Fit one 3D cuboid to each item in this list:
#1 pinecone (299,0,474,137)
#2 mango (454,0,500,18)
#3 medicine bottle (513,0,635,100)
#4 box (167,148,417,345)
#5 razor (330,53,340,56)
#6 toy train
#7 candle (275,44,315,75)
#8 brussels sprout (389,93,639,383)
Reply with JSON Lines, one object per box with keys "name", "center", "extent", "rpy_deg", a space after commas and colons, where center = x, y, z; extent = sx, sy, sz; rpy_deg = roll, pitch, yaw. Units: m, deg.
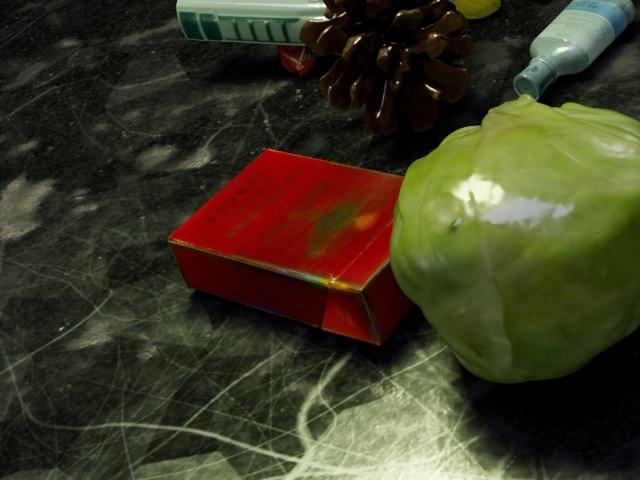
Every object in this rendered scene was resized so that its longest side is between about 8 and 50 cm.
{"name": "pinecone", "center": [0.088, -0.243, 1.867], "extent": [0.229, 0.202, 0.201], "rpy_deg": [-36, 55, 44]}
{"name": "mango", "center": [0.178, -0.383, 2.090], "extent": [0.187, 0.066, 0.101], "rpy_deg": [36, 82, 13]}
{"name": "medicine bottle", "center": [0.332, -0.261, 1.899], "extent": [0.090, 0.054, 0.208], "rpy_deg": [18, 52, 41]}
{"name": "box", "center": [-0.001, 0.000, 1.688], "extent": [0.313, 0.089, 0.197], "rpy_deg": [14, 46, 41]}
{"name": "razor", "center": [0.139, -0.364, 2.152], "extent": [0.324, 0.093, 0.056], "rpy_deg": [-35, -3, -13]}
{"name": "toy train", "center": [-0.010, -0.329, 2.065], "extent": [0.407, 0.086, 0.088], "rpy_deg": [6, 47, 22]}
{"name": "candle", "center": [-0.039, -0.288, 2.137], "extent": [0.052, 0.052, 0.131], "rpy_deg": [-21, 35, 0]}
{"name": "brussels sprout", "center": [0.217, 0.001, 1.446], "extent": [0.328, 0.247, 0.328], "rpy_deg": [-8, 23, 3]}
